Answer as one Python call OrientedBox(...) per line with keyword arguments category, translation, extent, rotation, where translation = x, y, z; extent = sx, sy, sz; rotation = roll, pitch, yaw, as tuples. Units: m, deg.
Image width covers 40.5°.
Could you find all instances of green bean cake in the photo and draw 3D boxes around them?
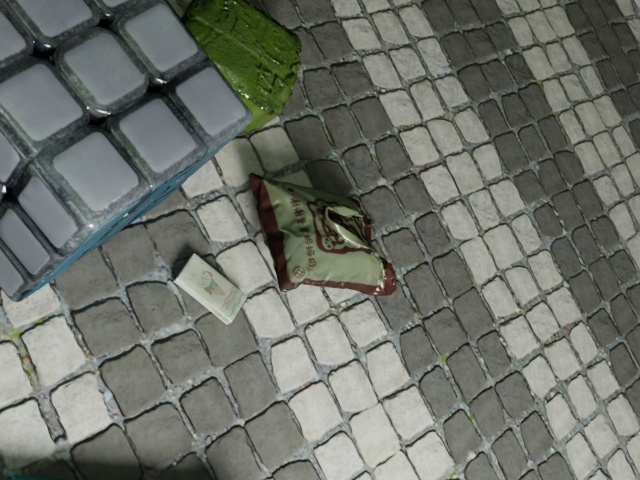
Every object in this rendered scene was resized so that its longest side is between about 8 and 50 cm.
OrientedBox(category="green bean cake", translation=(-0.145, -0.300, 1.429), extent=(0.214, 0.113, 0.200), rotation=(32, 52, -21))

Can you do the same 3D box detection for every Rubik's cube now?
OrientedBox(category="Rubik's cube", translation=(-0.330, -0.150, 1.108), extent=(0.304, 0.301, 0.305), rotation=(52, 52, -7))

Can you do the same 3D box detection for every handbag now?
OrientedBox(category="handbag", translation=(0.000, 0.000, 1.395), extent=(0.235, 0.127, 0.213), rotation=(11, 46, -41))

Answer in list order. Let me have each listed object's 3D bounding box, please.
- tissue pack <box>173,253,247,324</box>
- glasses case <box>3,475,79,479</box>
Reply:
OrientedBox(category="tissue pack", translation=(-0.165, 0.073, 1.308), extent=(0.108, 0.023, 0.056), rotation=(39, 53, -14))
OrientedBox(category="glasses case", translation=(-0.248, 0.365, 1.095), extent=(0.301, 0.070, 0.117), rotation=(14, 63, -32))
